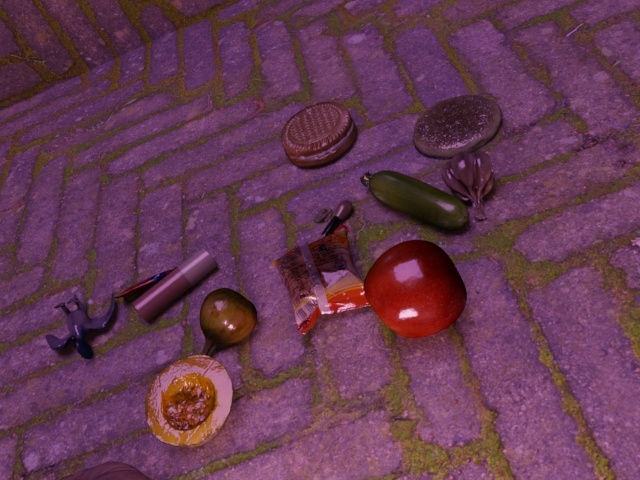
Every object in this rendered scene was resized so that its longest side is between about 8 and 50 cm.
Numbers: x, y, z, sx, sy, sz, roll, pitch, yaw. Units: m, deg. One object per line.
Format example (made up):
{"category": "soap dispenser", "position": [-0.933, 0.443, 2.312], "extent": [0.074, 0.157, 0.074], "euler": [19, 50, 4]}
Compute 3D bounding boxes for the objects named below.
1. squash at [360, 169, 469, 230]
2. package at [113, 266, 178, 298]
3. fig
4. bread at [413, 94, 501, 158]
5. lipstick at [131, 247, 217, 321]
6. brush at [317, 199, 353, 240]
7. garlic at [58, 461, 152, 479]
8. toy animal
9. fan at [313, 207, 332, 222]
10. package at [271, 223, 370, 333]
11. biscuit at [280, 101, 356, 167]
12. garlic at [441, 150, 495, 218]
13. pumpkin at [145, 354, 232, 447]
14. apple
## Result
{"category": "squash", "position": [0.239, -0.117, 1.894], "extent": [0.101, 0.101, 0.379], "euler": [-43, 42, -16]}
{"category": "package", "position": [-0.505, 0.123, 2.092], "extent": [0.200, 0.022, 0.083], "euler": [-26, 4, 4]}
{"category": "fig", "position": [-0.262, 0.243, 1.816], "extent": [0.149, 0.149, 0.245], "euler": [20, 80, 41]}
{"category": "bread", "position": [0.391, -0.338, 2.075], "extent": [0.267, 0.040, 0.267], "euler": [-15, 43, 15]}
{"category": "lipstick", "position": [-0.411, 0.124, 2.028], "extent": [0.254, 0.070, 0.070], "euler": [-39, 42, -12]}
{"category": "brush", "position": [0.000, 0.000, 1.954], "extent": [0.299, 0.042, 0.039], "euler": [-52, 19, -22]}
{"category": "garlic", "position": [-0.444, 0.588, 1.440], "extent": [0.318, 0.259, 0.317], "euler": [-18, 45, 18]}
{"category": "toy animal", "position": [-0.697, 0.249, 2.061], "extent": [0.239, 0.176, 0.255], "euler": [-25, 7, -1]}
{"category": "fan", "position": [0.019, -0.073, 2.040], "extent": [0.080, 0.003, 0.060], "euler": [-3, 48, 27]}
{"category": "package", "position": [0.005, 0.085, 1.803], "extent": [0.223, 0.108, 0.288], "euler": [-24, 47, -1]}
{"category": "biscuit", "position": [-0.009, -0.339, 2.266], "extent": [0.259, 0.079, 0.259], "euler": [-16, 43, 15]}
{"category": "garlic", "position": [0.382, -0.143, 1.836], "extent": [0.131, 0.127, 0.194], "euler": [-8, 64, 17]}
{"category": "pumpkin", "position": [-0.294, 0.393, 1.680], "extent": [0.217, 0.110, 0.217], "euler": [-7, 52, 9]}
{"category": "apple", "position": [0.210, 0.107, 1.592], "extent": [0.201, 0.218, 0.218], "euler": [-37, 41, 2]}
